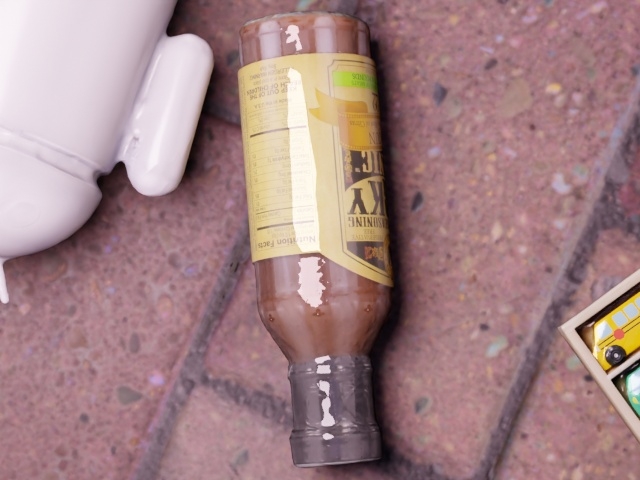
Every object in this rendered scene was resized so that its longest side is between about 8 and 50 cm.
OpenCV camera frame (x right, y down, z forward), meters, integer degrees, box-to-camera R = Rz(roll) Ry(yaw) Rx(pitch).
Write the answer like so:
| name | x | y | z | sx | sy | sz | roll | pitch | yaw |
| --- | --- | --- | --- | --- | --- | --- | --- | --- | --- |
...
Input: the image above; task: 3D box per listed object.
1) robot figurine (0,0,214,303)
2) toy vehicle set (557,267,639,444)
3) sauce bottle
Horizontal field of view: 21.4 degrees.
| name | x | y | z | sx | sy | sz | roll | pitch | yaw |
| --- | --- | --- | --- | --- | --- | --- | --- | --- | --- |
| robot figurine | -0.231 | -0.138 | 1.279 | 0.300 | 0.200 | 0.353 | 21 | 85 | 0 |
| toy vehicle set | 0.341 | 0.059 | 1.327 | 0.267 | 0.035 | 0.166 | -36 | 85 | -2 |
| sauce bottle | 0.000 | 0.000 | 1.308 | 0.111 | 0.111 | 0.344 | -5 | 86 | 1 |
